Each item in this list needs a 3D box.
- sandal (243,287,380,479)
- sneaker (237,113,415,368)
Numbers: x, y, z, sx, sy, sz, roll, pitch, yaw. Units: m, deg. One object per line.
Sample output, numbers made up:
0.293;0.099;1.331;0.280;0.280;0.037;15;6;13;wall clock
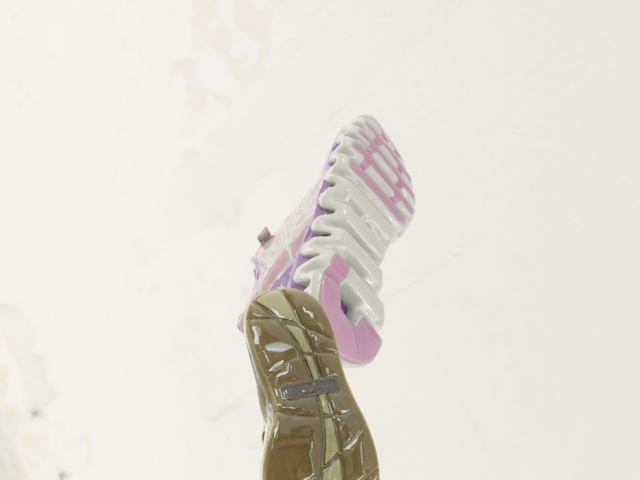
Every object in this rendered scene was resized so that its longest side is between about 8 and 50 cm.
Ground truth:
-0.011;0.113;0.715;0.049;0.072;0.180;109;-27;-53;sandal
0.000;0.000;0.881;0.104;0.236;0.095;-19;-53;34;sneaker
